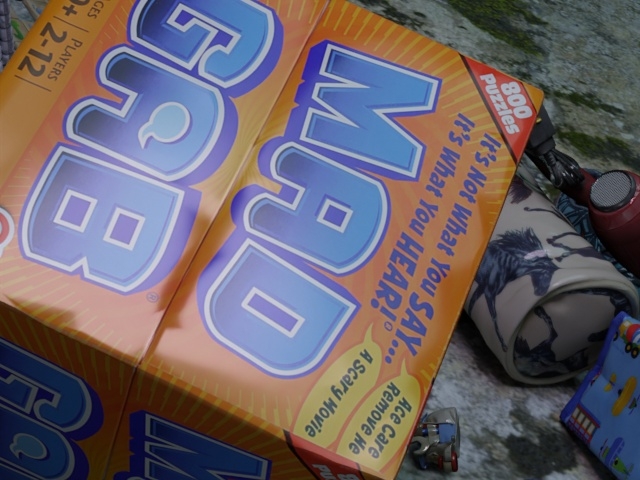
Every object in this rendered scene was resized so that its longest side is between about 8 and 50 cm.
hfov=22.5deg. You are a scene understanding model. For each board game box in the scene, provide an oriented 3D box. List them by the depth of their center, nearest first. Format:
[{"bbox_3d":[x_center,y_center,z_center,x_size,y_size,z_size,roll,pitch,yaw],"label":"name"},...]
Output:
[{"bbox_3d":[-0.093,0.038,1.238,0.356,0.356,0.356,25,56,1],"label":"board game box"}]

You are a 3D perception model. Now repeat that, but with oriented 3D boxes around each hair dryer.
[{"bbox_3d":[0.304,-0.058,1.740,0.293,0.080,0.223,50,6,-5],"label":"hair dryer"}]

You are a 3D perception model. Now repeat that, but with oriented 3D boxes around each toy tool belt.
[{"bbox_3d":[0.106,0.195,1.532,0.051,0.052,0.083,-7,28,10],"label":"toy tool belt"}]

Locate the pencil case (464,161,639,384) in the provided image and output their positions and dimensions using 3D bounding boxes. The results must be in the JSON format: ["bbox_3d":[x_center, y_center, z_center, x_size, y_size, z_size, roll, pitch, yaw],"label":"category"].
[{"bbox_3d":[0.187,-0.018,1.773,0.183,0.160,0.410,28,22,-46],"label":"pencil case"}]

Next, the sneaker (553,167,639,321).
[{"bbox_3d":[0.324,0.012,1.850,0.104,0.125,0.262,9,35,-21],"label":"sneaker"}]

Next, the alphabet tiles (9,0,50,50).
[{"bbox_3d":[-0.283,-0.225,1.823,0.198,0.009,0.237,53,22,18],"label":"alphabet tiles"}]

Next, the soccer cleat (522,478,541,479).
[{"bbox_3d":[0.187,0.320,1.324,0.093,0.121,0.289,11,35,-20],"label":"soccer cleat"}]

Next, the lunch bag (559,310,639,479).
[{"bbox_3d":[0.430,0.215,1.621,0.293,0.138,0.221,21,14,-28],"label":"lunch bag"}]

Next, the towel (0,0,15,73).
[{"bbox_3d":[-0.435,-0.294,1.687,0.121,0.283,0.235,-27,51,-25],"label":"towel"}]
